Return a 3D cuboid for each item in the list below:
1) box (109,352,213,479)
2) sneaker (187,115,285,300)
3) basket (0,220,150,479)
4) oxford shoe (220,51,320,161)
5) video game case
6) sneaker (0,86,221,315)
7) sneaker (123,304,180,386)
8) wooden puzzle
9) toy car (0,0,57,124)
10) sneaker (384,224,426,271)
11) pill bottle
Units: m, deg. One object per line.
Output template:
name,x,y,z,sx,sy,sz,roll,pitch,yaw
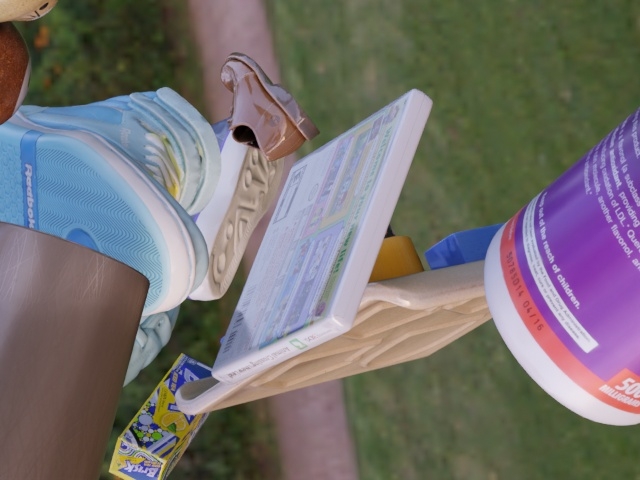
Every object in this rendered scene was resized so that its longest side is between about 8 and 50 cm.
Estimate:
box,-0.163,0.195,1.985,0.169,0.059,0.054,-56,-11,-54
sneaker,-0.193,-0.062,2.233,0.130,0.236,0.323,75,-152,-45
basket,-0.203,0.112,1.174,0.204,0.154,0.227,62,-135,-73
oxford shoe,-0.076,-0.146,2.008,0.076,0.076,0.212,50,179,-31
video game case,0.000,0.000,1.444,0.193,0.023,0.212,-29,35,55
sneaker,-0.130,-0.043,1.404,0.319,0.208,0.127,30,121,47
sneaker,-0.204,0.074,1.581,0.150,0.135,0.366,-51,4,12
wooden puzzle,0.068,0.060,1.739,0.348,0.322,0.080,-29,76,46
toy car,-0.199,-0.163,1.191,0.149,0.188,0.155,55,-164,-26
sneaker,0.055,0.006,2.007,0.077,0.178,0.072,-46,10,50
pill bottle,0.275,-0.020,1.283,0.323,0.181,0.181,-43,49,36
